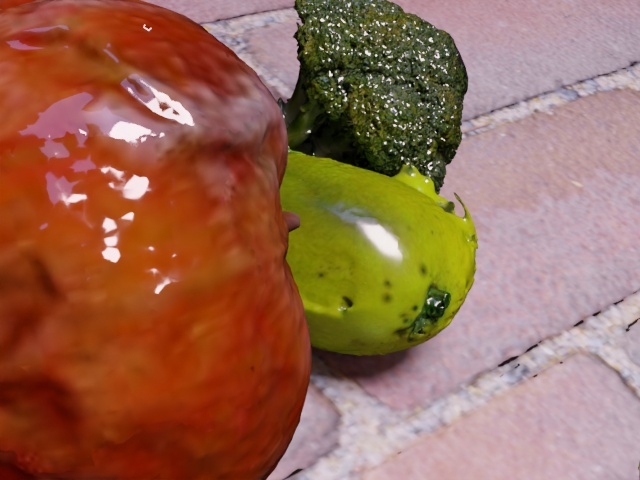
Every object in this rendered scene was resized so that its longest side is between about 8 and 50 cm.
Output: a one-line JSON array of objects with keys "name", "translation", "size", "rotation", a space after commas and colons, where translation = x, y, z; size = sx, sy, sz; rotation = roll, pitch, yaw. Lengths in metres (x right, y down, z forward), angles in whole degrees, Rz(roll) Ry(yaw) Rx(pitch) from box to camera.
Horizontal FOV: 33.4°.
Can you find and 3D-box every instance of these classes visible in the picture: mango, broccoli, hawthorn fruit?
[{"name": "mango", "translation": [0.000, 0.001, 0.585], "size": [0.178, 0.100, 0.119], "rotation": [27, 23, 28]}, {"name": "broccoli", "translation": [0.028, -0.086, 0.678], "size": [0.146, 0.137, 0.162], "rotation": [65, 13, 7]}, {"name": "hawthorn fruit", "translation": [-0.142, 0.016, 0.420], "size": [0.271, 0.242, 0.242], "rotation": [-7, 41, -15]}]

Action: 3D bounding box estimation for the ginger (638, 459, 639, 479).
[{"name": "ginger", "translation": [0.277, 0.153, 0.484], "size": [0.289, 0.089, 0.137], "rotation": [8, 19, -13]}]
